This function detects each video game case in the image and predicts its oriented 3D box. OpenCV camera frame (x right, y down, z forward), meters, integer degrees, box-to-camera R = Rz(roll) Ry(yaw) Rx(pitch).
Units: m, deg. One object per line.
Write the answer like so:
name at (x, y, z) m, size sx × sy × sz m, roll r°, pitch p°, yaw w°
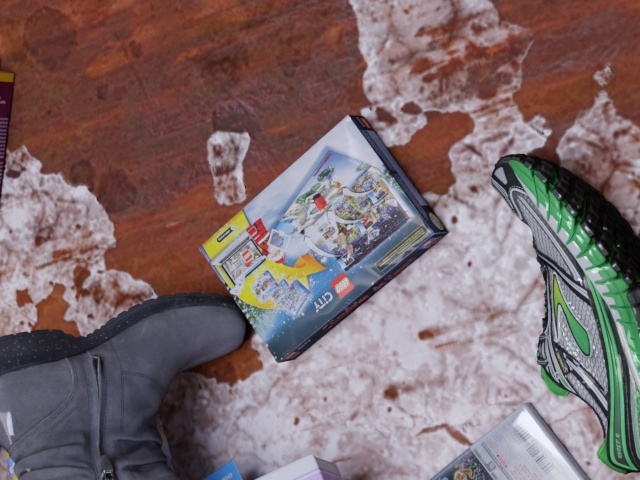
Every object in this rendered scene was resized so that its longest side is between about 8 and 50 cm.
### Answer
video game case at (0.206, 0.292, 1.577) m, size 0.173 × 0.022 × 0.190 m, roll -42°, pitch 76°, yaw 20°

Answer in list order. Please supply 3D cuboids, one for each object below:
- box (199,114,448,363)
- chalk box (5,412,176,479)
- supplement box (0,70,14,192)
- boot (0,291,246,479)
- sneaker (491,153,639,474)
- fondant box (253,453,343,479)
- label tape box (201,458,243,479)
box at (0.000, 0.000, 1.648) m, size 0.233 × 0.044 × 0.159 m, roll -40°, pitch 76°, yaw 21°
chalk box at (-0.264, 0.217, 1.715) m, size 0.132 × 0.132 × 0.213 m, roll -44°, pitch 42°, yaw 20°
supplement box at (-0.438, -0.115, 1.830) m, size 0.104 × 0.081 × 0.188 m, roll 11°, pitch 97°, yaw 24°
boot at (-0.184, 0.187, 1.584) m, size 0.222 × 0.338 × 0.118 m, roll 56°, pitch 142°, yaw 26°
sneaker at (0.252, 0.070, 1.483) m, size 0.146 × 0.134 × 0.343 m, roll -31°, pitch 80°, yaw 24°
fondant box at (-0.096, 0.391, 1.540) m, size 0.330 × 0.096 × 0.238 m, roll -26°, pitch 69°, yaw 8°
label tape box at (-0.090, 0.441, 1.667) m, size 0.241 × 0.106 × 0.333 m, roll -35°, pitch 64°, yaw 23°
